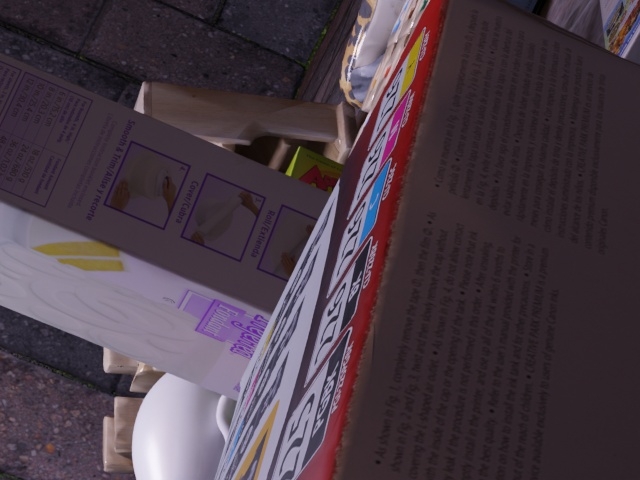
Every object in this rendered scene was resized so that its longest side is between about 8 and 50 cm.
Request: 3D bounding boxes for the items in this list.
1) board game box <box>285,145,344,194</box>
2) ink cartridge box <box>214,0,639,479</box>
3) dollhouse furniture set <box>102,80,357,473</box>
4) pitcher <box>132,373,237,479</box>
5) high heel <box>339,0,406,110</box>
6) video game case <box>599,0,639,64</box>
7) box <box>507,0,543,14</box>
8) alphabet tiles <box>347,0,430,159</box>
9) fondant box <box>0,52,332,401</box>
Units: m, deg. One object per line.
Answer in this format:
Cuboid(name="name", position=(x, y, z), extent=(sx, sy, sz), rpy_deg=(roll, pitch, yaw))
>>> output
Cuboid(name="board game box", position=(0.000, 0.000, 1.370), extent=(0.181, 0.092, 0.043), rpy_deg=(-74, 9, -52))
Cuboid(name="ink cartridge box", position=(0.021, 0.127, 0.467), extent=(0.309, 0.130, 0.272), rpy_deg=(-74, 8, -50))
Cuboid(name="dollhouse furniture set", position=(-0.092, 0.036, 1.835), extent=(0.362, 0.256, 0.394), rpy_deg=(120, 150, -55))
Cuboid(name="pitcher", position=(-0.101, 0.194, 1.434), extent=(0.178, 0.125, 0.207), rpy_deg=(-54, 21, 38))
Cuboid(name="high heel", position=(0.080, -0.267, 1.675), extent=(0.186, 0.093, 0.261), rpy_deg=(161, 123, -74))
Cuboid(name="video game case", position=(0.164, -0.135, 0.787), extent=(0.122, 0.011, 0.087), rpy_deg=(-76, 12, -60))
Cuboid(name="box", position=(0.141, -0.219, 1.178), extent=(0.233, 0.044, 0.159), rpy_deg=(-88, 21, -75))
Cuboid(name="alphabet tiles", position=(0.086, -0.180, 1.199), extent=(0.278, 0.021, 0.284), rpy_deg=(-176, 108, -84))
Cuboid(name="fondant box", position=(-0.106, 0.013, 1.089), extent=(0.238, 0.330, 0.096), rpy_deg=(128, 163, -69))
